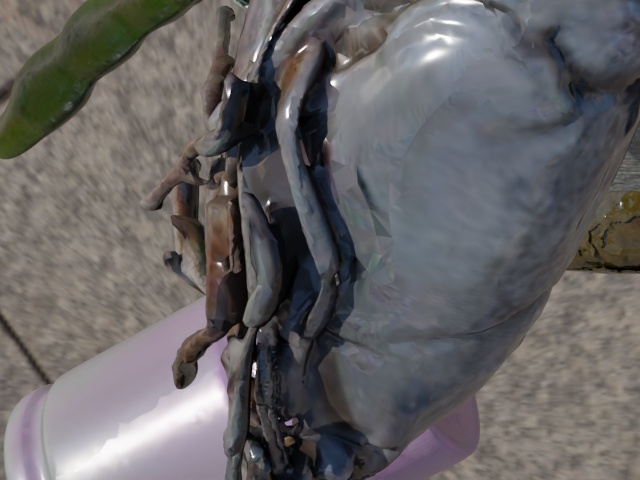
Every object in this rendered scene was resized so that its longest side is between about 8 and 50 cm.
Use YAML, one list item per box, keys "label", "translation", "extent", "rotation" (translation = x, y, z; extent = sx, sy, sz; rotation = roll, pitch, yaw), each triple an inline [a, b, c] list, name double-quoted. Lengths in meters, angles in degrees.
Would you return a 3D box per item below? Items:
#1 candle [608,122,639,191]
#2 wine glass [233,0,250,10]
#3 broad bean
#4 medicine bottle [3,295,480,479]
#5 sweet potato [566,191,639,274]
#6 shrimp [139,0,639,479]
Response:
- label: "candle"
  translation: [0.200, -0.113, 1.075]
  extent: [0.068, 0.192, 0.169]
  rotation: [2, 103, 34]
- label: "wine glass"
  translation: [0.042, -0.100, 0.834]
  extent: [0.103, 0.231, 0.103]
  rotation: [-10, 68, 26]
- label: "broad bean"
  translation: [-0.160, -0.135, 1.203]
  extent: [0.043, 0.297, 0.060]
  rotation: [-3, 69, -43]
- label: "medicine bottle"
  translation: [-0.059, 0.140, 1.296]
  extent: [0.315, 0.202, 0.202]
  rotation: [-28, 86, 19]
- label: "sweet potato"
  translation: [0.257, -0.019, 1.248]
  extent: [0.310, 0.124, 0.098]
  rotation: [1, 66, -3]
- label: "shrimp"
  translation: [0.002, 0.004, 0.547]
  extent: [0.145, 0.116, 0.343]
  rotation: [25, 117, 9]
